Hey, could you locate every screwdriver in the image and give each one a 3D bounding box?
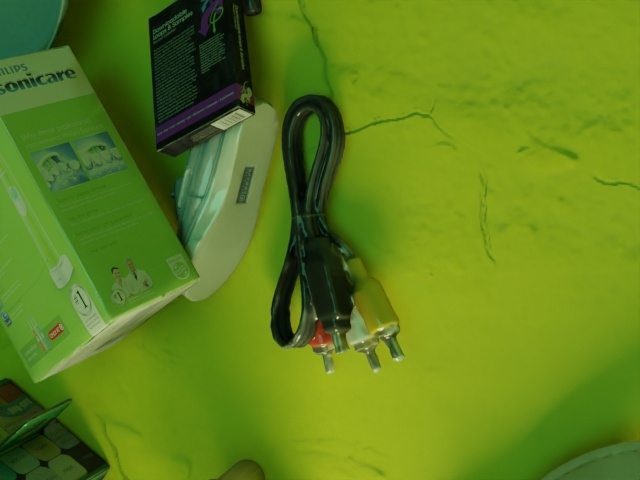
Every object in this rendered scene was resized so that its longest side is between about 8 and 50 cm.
[{"bbox_3d":[-0.087,-0.315,0.949,0.024,0.025,0.170,-14,83,21],"label":"screwdriver"}]

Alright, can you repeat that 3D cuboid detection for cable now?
[{"bbox_3d":[0.000,0.000,0.950,0.139,0.072,0.287,-17,78,38],"label":"cable"}]

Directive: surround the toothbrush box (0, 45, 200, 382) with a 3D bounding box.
[{"bbox_3d":[-0.283,-0.023,0.960,0.206,0.122,0.283,-36,84,45],"label":"toothbrush box"}]

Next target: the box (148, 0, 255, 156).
[{"bbox_3d":[-0.123,-0.179,0.925,0.116,0.029,0.162,-22,66,34],"label":"box"}]

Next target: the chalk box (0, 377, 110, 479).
[{"bbox_3d":[-0.384,0.289,1.043,0.179,0.180,0.289,35,106,12],"label":"chalk box"}]

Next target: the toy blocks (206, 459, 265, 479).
[{"bbox_3d":[-0.124,0.437,0.924,0.288,0.260,0.309,-41,82,19],"label":"toy blocks"}]

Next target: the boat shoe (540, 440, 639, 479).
[{"bbox_3d":[0.229,0.313,0.870,0.324,0.096,0.117,-47,40,15],"label":"boat shoe"}]

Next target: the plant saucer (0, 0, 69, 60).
[{"bbox_3d":[-0.380,-0.326,0.997,0.317,0.043,0.318,13,116,28],"label":"plant saucer"}]

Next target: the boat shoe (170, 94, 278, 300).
[{"bbox_3d":[-0.113,-0.050,0.965,0.081,0.079,0.228,30,108,34],"label":"boat shoe"}]
